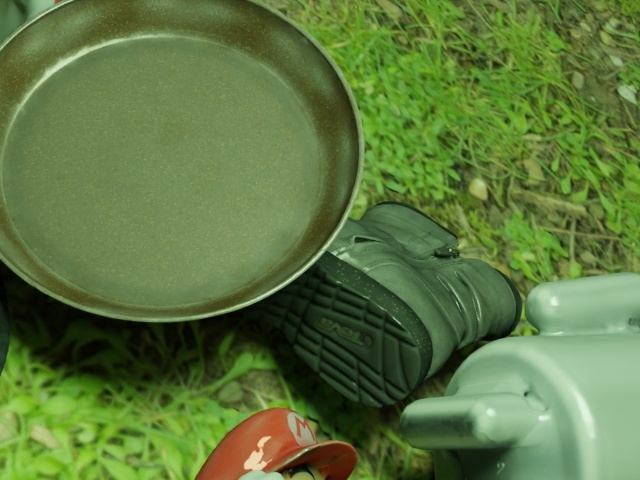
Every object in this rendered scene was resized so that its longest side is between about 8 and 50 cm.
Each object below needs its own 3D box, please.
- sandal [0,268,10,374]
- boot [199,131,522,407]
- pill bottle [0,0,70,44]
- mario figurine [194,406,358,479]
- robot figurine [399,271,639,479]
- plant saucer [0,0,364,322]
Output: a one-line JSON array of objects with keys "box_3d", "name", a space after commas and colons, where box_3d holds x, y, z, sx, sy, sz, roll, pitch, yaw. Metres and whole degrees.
[{"box_3d": [-0.370, -0.072, 0.994, 0.446, 0.107, 0.167, 57, 24, -18], "name": "sandal"}, {"box_3d": [0.000, 0.000, 1.245, 0.338, 0.118, 0.222, 44, 30, 13], "name": "boot"}, {"box_3d": [-0.195, -0.269, 1.276, 0.283, 0.161, 0.161, -29, 75, -44], "name": "pill bottle"}, {"box_3d": [0.009, 0.259, 0.972, 0.170, 0.198, 0.320, -3, 61, -21], "name": "mario figurine"}, {"box_3d": [0.235, 0.175, 1.179, 0.353, 0.200, 0.300, 2, 85, -33], "name": "robot figurine"}, {"box_3d": [-0.122, -0.067, 1.113, 0.310, 0.050, 0.311, 2, 62, -3], "name": "plant saucer"}]
